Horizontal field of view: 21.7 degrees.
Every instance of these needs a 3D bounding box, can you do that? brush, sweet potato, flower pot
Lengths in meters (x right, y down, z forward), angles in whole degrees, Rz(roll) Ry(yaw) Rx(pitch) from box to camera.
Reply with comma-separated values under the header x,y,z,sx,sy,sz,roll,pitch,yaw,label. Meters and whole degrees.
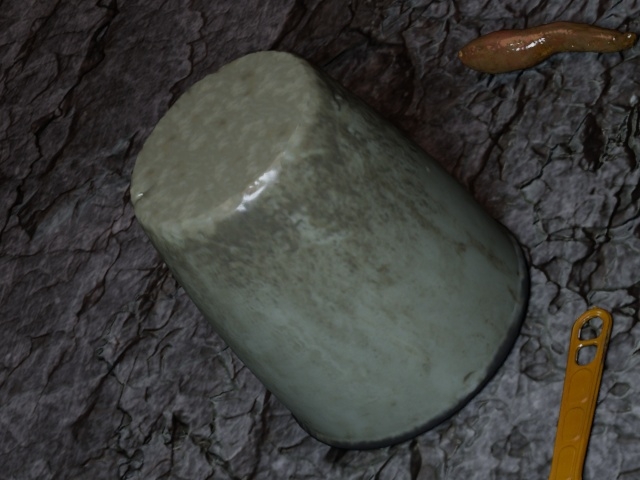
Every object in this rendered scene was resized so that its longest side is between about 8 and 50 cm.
x,y,z,sx,sy,sz,roll,pitch,yaw,label
0.221,0.185,1.480,0.090,0.017,0.314,-13,45,35,brush
0.251,-0.214,1.825,0.214,0.050,0.050,-4,51,33,sweet potato
0.000,0.000,1.611,0.293,0.330,0.293,-24,42,24,flower pot
